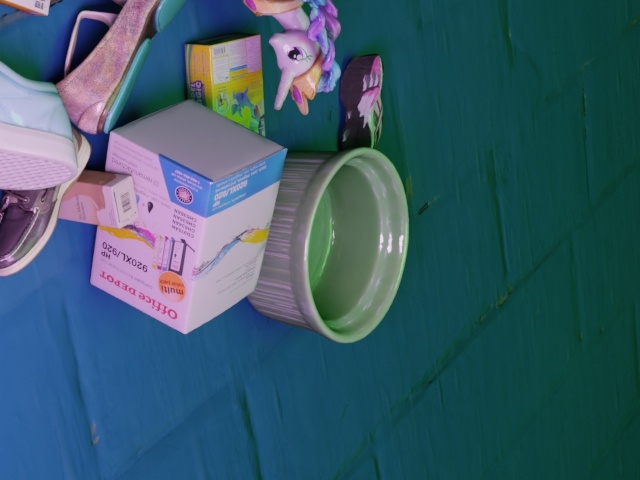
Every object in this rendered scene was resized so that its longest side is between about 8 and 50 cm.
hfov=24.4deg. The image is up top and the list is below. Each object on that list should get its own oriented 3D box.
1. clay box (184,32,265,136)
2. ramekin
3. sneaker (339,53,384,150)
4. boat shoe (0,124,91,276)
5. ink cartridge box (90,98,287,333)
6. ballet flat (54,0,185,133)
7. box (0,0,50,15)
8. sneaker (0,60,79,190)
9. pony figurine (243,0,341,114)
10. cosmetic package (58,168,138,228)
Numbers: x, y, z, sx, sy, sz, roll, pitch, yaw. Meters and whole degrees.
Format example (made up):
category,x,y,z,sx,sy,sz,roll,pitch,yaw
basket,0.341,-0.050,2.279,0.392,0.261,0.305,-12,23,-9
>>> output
category,x,y,z,sx,sy,sz,roll,pitch,yaw
clay box,-0.136,-0.182,2.143,0.127,0.053,0.222,-24,117,-54
ramekin,0.000,0.000,2.308,0.303,0.148,0.303,-18,111,-55
sneaker,0.073,-0.225,2.466,0.077,0.072,0.178,-22,124,-67
boat shoe,-0.356,-0.060,1.807,0.073,0.080,0.223,55,46,-40
ink cartridge box,-0.176,-0.032,1.942,0.168,0.171,0.232,-31,141,-51
ballet flat,-0.248,-0.286,1.889,0.316,0.106,0.107,-63,179,-20
box,-0.364,-0.321,1.776,0.136,0.028,0.081,11,87,-56
sneaker,-0.430,-0.159,1.650,0.366,0.135,0.150,19,53,-54
pony figurine,-0.030,-0.406,2.100,0.351,0.303,0.363,-49,120,-32
cosmetic package,-0.289,-0.055,1.871,0.041,0.115,0.060,-35,124,-48
